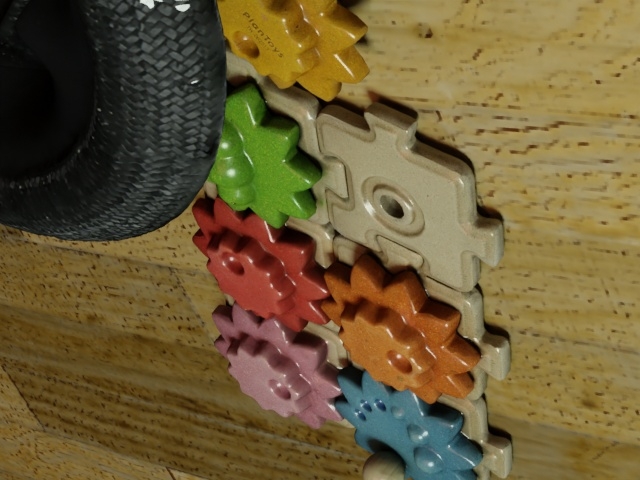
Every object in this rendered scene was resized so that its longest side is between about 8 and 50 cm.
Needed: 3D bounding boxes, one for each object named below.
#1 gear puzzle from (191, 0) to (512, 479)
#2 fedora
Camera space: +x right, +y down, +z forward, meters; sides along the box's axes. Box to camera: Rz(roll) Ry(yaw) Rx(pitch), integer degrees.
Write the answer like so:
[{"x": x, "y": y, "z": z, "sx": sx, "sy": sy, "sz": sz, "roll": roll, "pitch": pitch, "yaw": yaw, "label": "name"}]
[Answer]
[{"x": 0.000, "y": 0.000, "z": 0.880, "sx": 0.175, "sy": 0.044, "sz": 0.339, "roll": 26, "pitch": 146, "yaw": 27, "label": "gear puzzle"}, {"x": -0.124, "y": -0.152, "z": 0.722, "sx": 0.334, "sy": 0.152, "sz": 0.334, "roll": 33, "pitch": 152, "yaw": 20, "label": "fedora"}]
